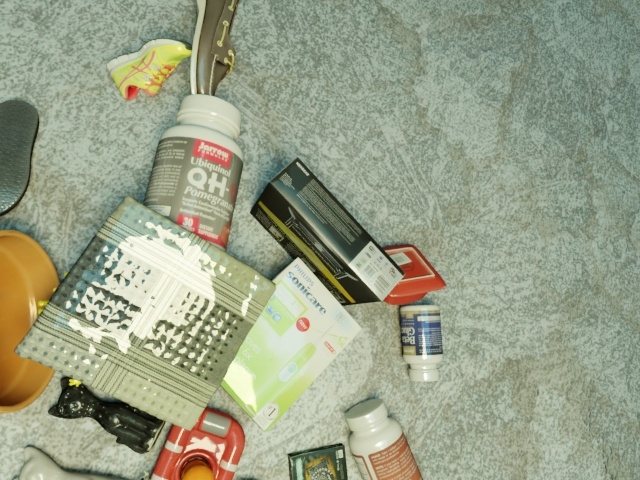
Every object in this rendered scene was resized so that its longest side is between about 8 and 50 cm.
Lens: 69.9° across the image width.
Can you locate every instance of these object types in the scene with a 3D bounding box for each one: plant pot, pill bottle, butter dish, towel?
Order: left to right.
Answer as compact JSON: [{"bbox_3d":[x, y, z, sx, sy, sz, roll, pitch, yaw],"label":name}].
[{"bbox_3d":[-0.588,0.135,0.741,0.203,0.291,0.291,-5,81,-1],"label":"plant pot"},{"bbox_3d":[-0.281,0.132,0.799,0.324,0.056,0.312,34,80,-18],"label":"towel"},{"bbox_3d":[-0.254,-0.123,0.934,0.176,0.176,0.319,12,76,-15],"label":"pill bottle"},{"bbox_3d":[0.135,0.460,0.978,0.121,0.121,0.216,-21,87,-20],"label":"pill bottle"},{"bbox_3d":[0.181,0.097,1.071,0.160,0.118,0.160,-7,43,-24],"label":"butter dish"},{"bbox_3d":[0.236,0.237,1.068,0.094,0.094,0.170,1,79,-18],"label":"pill bottle"}]

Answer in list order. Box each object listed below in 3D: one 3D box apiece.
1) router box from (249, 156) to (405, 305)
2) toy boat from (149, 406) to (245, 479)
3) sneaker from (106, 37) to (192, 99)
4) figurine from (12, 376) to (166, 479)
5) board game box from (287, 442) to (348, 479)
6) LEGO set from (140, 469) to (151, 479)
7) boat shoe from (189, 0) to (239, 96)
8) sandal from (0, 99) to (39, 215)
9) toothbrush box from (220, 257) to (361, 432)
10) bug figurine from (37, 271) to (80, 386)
[{"bbox_3d":[0.000,0.000,0.958,0.309,0.243,0.081,47,70,-5],"label":"router box"},{"bbox_3d":[-0.231,0.438,0.848,0.150,0.151,0.231,24,73,-12],"label":"toy boat"},{"bbox_3d":[-0.351,-0.358,0.968,0.081,0.208,0.094,-26,103,-64],"label":"sneaker"},{"bbox_3d":[-0.427,0.385,0.838,0.209,0.092,0.215,25,74,-4],"label":"figurine"},{"bbox_3d":[0.000,0.540,0.970,0.126,0.026,0.186,-3,81,-18],"label":"board game box"},{"bbox_3d":[-0.328,0.457,0.831,0.023,0.054,0.083,24,110,2],"label":"LEGO set"},{"bbox_3d":[-0.238,-0.436,1.035,0.096,0.116,0.325,5,73,-14],"label":"boat shoe"},{"bbox_3d":[-0.612,-0.154,0.897,0.097,0.054,0.255,17,65,-22],"label":"sandal"},{"bbox_3d":[-0.091,0.209,0.954,0.283,0.122,0.206,-42,93,-22],"label":"toothbrush box"},{"bbox_3d":[-0.357,0.153,0.857,0.278,0.072,0.217,-7,90,-42],"label":"bug figurine"}]
